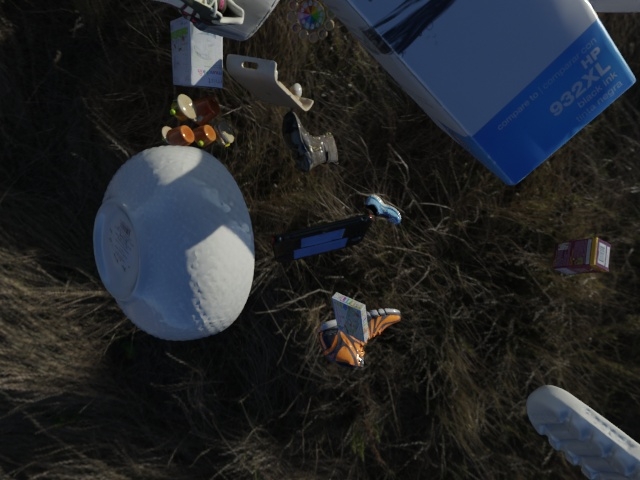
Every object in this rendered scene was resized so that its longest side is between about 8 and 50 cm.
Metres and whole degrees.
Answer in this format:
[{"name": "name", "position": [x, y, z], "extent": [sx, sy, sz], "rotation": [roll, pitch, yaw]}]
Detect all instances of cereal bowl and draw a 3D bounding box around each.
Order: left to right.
[{"name": "cereal bowl", "position": [-0.273, 0.009, 0.671], "extent": [0.141, 0.339, 0.339], "rotation": [-9, 116, -50]}]

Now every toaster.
[{"name": "toaster", "position": [-0.188, -0.555, 0.889], "extent": [0.227, 0.146, 0.129], "rotation": [-37, 76, 31]}]

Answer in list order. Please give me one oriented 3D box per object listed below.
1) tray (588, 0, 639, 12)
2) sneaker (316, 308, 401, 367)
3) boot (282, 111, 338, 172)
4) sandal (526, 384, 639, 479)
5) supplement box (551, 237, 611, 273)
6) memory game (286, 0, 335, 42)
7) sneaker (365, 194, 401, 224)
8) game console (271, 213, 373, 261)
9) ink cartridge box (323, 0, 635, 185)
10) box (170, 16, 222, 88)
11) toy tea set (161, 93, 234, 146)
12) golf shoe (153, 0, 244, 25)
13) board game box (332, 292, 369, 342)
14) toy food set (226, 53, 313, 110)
[{"name": "tray", "position": [0.510, -0.436, 0.642], "extent": [0.030, 0.270, 0.145], "rotation": [-41, 122, 8]}, {"name": "sneaker", "position": [0.156, 0.360, 1.452], "extent": [0.321, 0.124, 0.180], "rotation": [-13, 68, -9]}, {"name": "boot", "position": [-0.032, -0.412, 1.652], "extent": [0.229, 0.091, 0.263], "rotation": [-34, 112, -44]}, {"name": "sandal", "position": [0.492, 0.345, 0.542], "extent": [0.102, 0.416, 0.169], "rotation": [-36, 147, -19]}, {"name": "supplement box", "position": [0.487, 0.031, 0.753], "extent": [0.043, 0.083, 0.055], "rotation": [21, 75, -19]}, {"name": "memory game", "position": [-0.034, -0.829, 1.478], "extent": [0.186, 0.012, 0.186], "rotation": [5, 124, 7]}, {"name": "sneaker", "position": [0.242, -0.108, 1.592], "extent": [0.162, 0.073, 0.063], "rotation": [35, 144, 6]}, {"name": "game console", "position": [0.000, 0.000, 1.610], "extent": [0.386, 0.342, 0.060], "rotation": [-14, 79, -7]}, {"name": "ink cartridge box", "position": [0.093, -0.226, 0.371], "extent": [0.307, 0.223, 0.129], "rotation": [37, 113, -23]}, {"name": "box", "position": [-0.466, -0.692, 1.496], "extent": [0.126, 0.262, 0.231], "rotation": [-9, 113, -32]}, {"name": "toy tea set", "position": [-0.461, -0.411, 1.439], "extent": [0.124, 0.336, 0.200], "rotation": [-17, 100, 25]}, {"name": "golf shoe", "position": [-0.229, -0.448, 0.699], "extent": [0.120, 0.273, 0.105], "rotation": [22, 109, 7]}, {"name": "board game box", "position": [0.092, 0.235, 1.225], "extent": [0.026, 0.103, 0.154], "rotation": [-45, 141, -34]}, {"name": "toy food set", "position": [-0.182, -0.596, 1.514], "extent": [0.219, 0.306, 0.092], "rotation": [21, 91, 25]}]
